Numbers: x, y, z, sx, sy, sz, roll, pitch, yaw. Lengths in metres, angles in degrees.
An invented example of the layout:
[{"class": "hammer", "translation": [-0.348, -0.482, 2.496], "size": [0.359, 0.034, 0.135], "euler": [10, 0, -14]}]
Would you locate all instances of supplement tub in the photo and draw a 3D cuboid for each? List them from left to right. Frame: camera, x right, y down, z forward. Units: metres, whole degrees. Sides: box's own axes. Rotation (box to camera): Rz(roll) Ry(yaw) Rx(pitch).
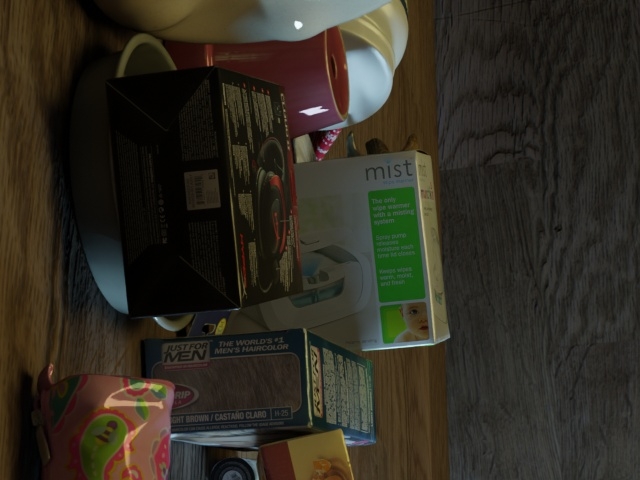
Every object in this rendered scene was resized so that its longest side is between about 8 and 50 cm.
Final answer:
[{"class": "supplement tub", "translation": [-0.003, -0.329, 2.124], "size": [0.235, 0.235, 0.325], "euler": [69, 19, -51]}]

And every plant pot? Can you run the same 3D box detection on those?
[{"class": "plant pot", "translation": [-0.067, -0.191, 1.888], "size": [0.201, 0.180, 0.201], "euler": [-7, 90, -77]}]

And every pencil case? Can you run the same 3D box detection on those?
[{"class": "pencil case", "translation": [-0.178, 0.243, 1.310], "size": [0.124, 0.124, 0.284], "euler": [57, 28, -65]}]

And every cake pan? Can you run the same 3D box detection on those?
[{"class": "cake pan", "translation": [-0.177, -0.055, 1.601], "size": [0.293, 0.054, 0.293], "euler": [-6, 90, -78]}]

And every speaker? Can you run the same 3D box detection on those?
[{"class": "speaker", "translation": [-0.084, 0.278, 1.879], "size": [0.136, 0.055, 0.055], "euler": [38, 47, -74]}]

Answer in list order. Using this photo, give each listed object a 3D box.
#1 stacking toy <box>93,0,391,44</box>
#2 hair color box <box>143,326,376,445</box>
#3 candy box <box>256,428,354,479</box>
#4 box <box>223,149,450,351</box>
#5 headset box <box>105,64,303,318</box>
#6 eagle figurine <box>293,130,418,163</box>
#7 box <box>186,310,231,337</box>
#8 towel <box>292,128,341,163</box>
[{"class": "stacking toy", "translation": [-0.082, -0.460, 1.614], "size": [0.350, 0.350, 0.480], "euler": [40, 40, -73]}, {"class": "hair color box", "translation": [-0.056, 0.169, 1.773], "size": [0.347, 0.174, 0.105], "euler": [37, 49, -73]}, {"class": "candy box", "translation": [-0.006, 0.297, 1.656], "size": [0.316, 0.087, 0.183], "euler": [109, -32, -79]}, {"class": "box", "translation": [0.009, 0.019, 1.947], "size": [0.127, 0.262, 0.231], "euler": [-5, 90, -78]}, {"class": "headset box", "translation": [-0.099, -0.045, 1.561], "size": [0.293, 0.110, 0.218], "euler": [-11, 95, -78]}, {"class": "eagle figurine", "translation": [0.007, 0.009, 2.148], "size": [0.226, 0.298, 0.225], "euler": [-3, 56, -51]}, {"class": "box", "translation": [-0.104, 0.004, 1.819], "size": [0.136, 0.036, 0.225], "euler": [21, 89, -77]}, {"class": "towel", "translation": [0.024, -0.219, 2.328], "size": [0.199, 0.031, 0.275], "euler": [-83, -160, -44]}]
